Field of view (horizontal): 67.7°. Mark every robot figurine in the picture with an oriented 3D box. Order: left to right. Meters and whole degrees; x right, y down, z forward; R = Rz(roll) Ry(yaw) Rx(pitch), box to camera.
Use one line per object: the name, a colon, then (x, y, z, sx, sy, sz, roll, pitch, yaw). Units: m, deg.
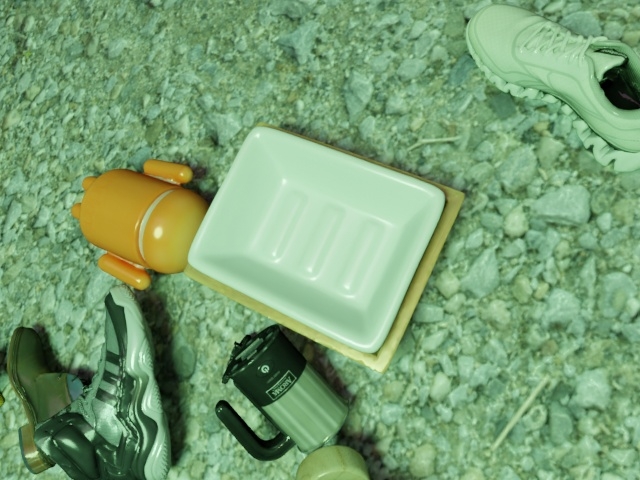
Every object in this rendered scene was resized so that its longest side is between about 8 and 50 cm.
robot figurine: (-0.247, -0.026, 0.683, 0.220, 0.128, 0.158, 18, 47, 19)

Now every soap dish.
soap dish: (0.000, 0.000, 0.608, 0.291, 0.118, 0.228, 23, 84, 19)

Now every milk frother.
milk frother: (-0.056, 0.183, 0.605, 0.129, 0.143, 0.134, -39, 99, 8)

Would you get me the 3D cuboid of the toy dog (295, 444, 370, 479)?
toy dog: (-0.027, 0.377, 0.509, 0.334, 0.220, 0.161, -34, 112, 26)

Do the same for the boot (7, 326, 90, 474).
boot: (-0.388, 0.216, 0.711, 0.106, 0.082, 0.219, -20, 68, -12)

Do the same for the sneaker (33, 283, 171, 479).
sneaker: (-0.295, 0.197, 0.633, 0.153, 0.101, 0.268, -12, 76, -18)

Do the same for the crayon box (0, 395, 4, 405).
crayon box: (-0.649, 0.257, 0.759, 0.318, 0.081, 0.202, -44, 71, 4)

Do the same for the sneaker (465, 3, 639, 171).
sneaker: (0.300, -0.211, 0.573, 0.110, 0.118, 0.292, -46, 69, 4)
